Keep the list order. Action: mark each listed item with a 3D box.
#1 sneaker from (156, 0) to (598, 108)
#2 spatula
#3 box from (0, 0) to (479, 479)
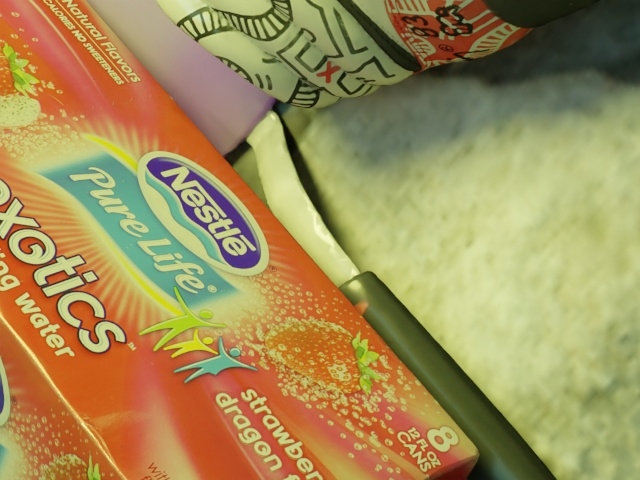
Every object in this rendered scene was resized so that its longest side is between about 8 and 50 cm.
[{"bbox_3d":[-0.033,-0.157,0.620,0.145,0.090,0.270,-22,118,38],"label":"sneaker"},{"bbox_3d":[0.000,0.000,0.701,0.084,0.030,0.296,-48,66,29],"label":"spatula"},{"bbox_3d":[-0.085,0.038,0.684,0.257,0.128,0.123,49,134,24],"label":"box"}]
